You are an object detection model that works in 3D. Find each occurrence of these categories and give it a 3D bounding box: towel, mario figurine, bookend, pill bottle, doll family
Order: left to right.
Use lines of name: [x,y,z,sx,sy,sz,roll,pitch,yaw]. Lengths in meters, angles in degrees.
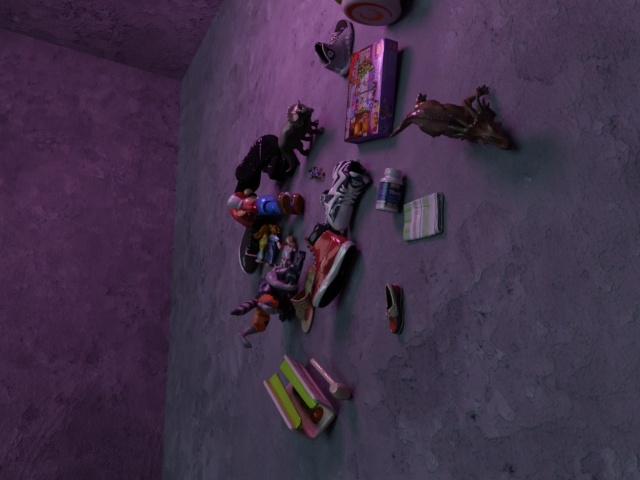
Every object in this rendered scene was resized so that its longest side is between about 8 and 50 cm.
mario figurine: [-0.231,-0.159,2.246,0.320,0.198,0.170,-3,56,35]
doll family: [-0.194,0.016,2.264,0.263,0.118,0.163,17,96,62]
bookend: [-0.164,-0.300,2.364,0.157,0.072,0.156,-62,33,30]
pill bottle: [0.200,-0.142,1.650,0.067,0.067,0.120,9,89,62]
towel: [0.270,-0.062,1.543,0.152,0.023,0.113,-18,65,59]

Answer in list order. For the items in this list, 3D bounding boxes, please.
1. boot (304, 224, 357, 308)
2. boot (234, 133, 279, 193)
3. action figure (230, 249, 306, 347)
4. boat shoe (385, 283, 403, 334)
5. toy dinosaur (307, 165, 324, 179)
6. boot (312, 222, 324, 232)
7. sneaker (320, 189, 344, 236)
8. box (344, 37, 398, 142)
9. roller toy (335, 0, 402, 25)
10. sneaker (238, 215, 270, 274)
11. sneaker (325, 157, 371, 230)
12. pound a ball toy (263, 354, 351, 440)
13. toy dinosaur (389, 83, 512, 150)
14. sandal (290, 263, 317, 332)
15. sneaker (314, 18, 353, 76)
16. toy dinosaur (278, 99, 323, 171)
boot: [-0.002,0.081,1.862,0.176,0.088,0.244,31,103,32]
boot: [-0.262,-0.299,2.347,0.246,0.094,0.207,-53,-4,-18]
action figure: [-0.175,0.173,2.040,0.330,0.178,0.341,-65,-5,-59]
boat shoe: [0.197,0.186,1.573,0.049,0.043,0.137,-18,67,57]
toy dinosaur: [-0.011,-0.244,2.123,0.082,0.047,0.090,55,162,42]
boot: [-0.001,0.000,1.995,0.099,0.045,0.121,27,97,58]
sneaker: [0.045,-0.072,1.929,0.083,0.071,0.191,24,-119,-80]
box: [0.157,-0.465,1.825,0.201,0.057,0.294,2,87,61]
roller toy: [0.168,-0.771,1.790,0.191,0.209,0.146,5,84,49]
sneaker: [-0.279,-0.004,2.410,0.147,0.104,0.296,148,133,-79]
sneaker: [0.091,-0.154,1.824,0.153,0.094,0.235,155,131,-66]
pound a ball toy: [-0.028,0.481,1.834,0.208,0.135,0.319,-51,31,0]
toy dinosaur: [0.299,-0.285,1.362,0.200,0.295,0.127,-53,-39,-62]
sandal: [-0.067,0.198,2.014,0.088,0.079,0.240,11,91,62]
sneaker: [0.043,-0.705,2.054,0.086,0.132,0.229,-30,56,55]
toy dinosaur: [-0.093,-0.403,2.175,0.313,0.160,0.121,-54,38,38]
